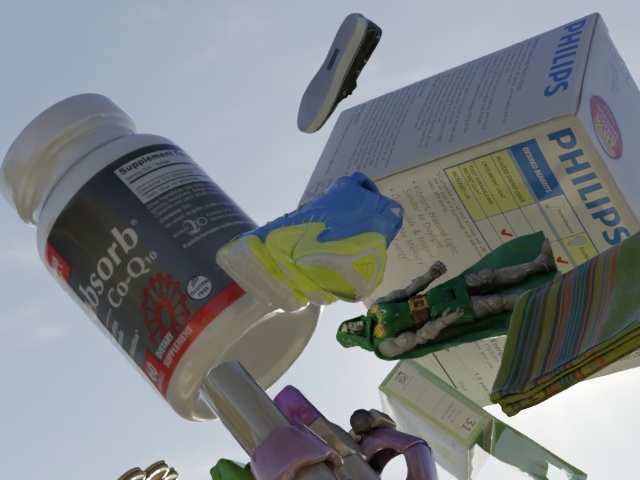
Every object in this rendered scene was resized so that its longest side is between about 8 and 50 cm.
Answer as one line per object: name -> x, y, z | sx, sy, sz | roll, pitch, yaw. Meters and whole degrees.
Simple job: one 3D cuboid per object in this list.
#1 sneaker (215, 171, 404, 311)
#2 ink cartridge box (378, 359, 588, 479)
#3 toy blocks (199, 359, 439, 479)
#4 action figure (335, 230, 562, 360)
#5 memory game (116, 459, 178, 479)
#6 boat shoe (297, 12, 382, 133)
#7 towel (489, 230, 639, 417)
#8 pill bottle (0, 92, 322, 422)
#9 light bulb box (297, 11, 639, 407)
sneaker -> 0.000, 0.000, 1.632 | 0.240, 0.126, 0.091 | 4, -39, 53
ink cartridge box -> 0.176, 0.230, 1.852 | 0.235, 0.056, 0.171 | 35, -15, 16
toy blocks -> -0.017, 0.296, 1.365 | 0.288, 0.260, 0.309 | -48, -31, 8
action figure -> 0.127, 0.065, 1.674 | 0.232, 0.137, 0.063 | -19, -49, 4
memory game -> -0.206, 0.270, 1.565 | 0.186, 0.012, 0.186 | -38, -20, -16
boat shoe -> 0.022, -0.175, 1.810 | 0.040, 0.049, 0.142 | 20, -77, -32
towel -> 0.193, 0.020, 0.999 | 0.021, 0.102, 0.237 | 37, -47, -20
pill bottle -> -0.186, 0.013, 1.886 | 0.210, 0.363, 0.210 | -36, -26, -20
light bulb box -> 0.232, -0.020, 1.985 | 0.361, 0.225, 0.358 | -18, -60, 29
